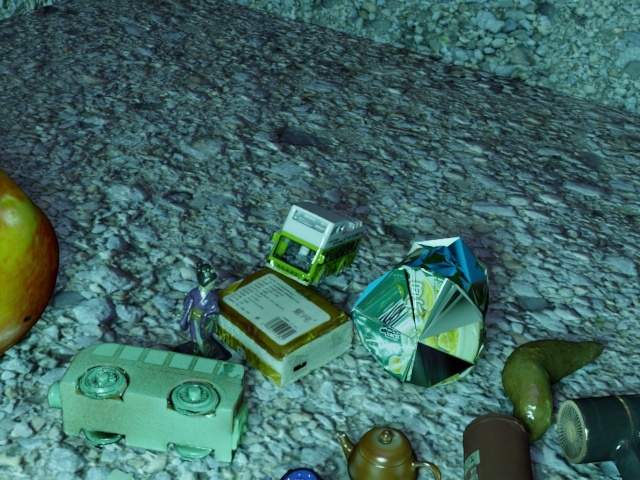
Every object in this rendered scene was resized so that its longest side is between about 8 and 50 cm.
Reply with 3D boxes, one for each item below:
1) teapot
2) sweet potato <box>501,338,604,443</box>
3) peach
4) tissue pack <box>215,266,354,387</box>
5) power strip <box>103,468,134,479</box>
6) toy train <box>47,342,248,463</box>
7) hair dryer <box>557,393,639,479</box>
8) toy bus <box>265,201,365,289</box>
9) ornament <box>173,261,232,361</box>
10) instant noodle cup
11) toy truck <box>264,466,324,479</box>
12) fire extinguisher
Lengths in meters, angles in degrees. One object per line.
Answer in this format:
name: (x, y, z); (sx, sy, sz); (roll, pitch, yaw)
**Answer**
teapot: (0.101, 0.334, 1.453); (0.173, 0.116, 0.116); (16, 35, 19)
sweet potato: (0.376, 0.235, 1.643); (0.124, 0.098, 0.310); (39, 41, 14)
peach: (-0.641, 0.049, 1.633); (0.388, 0.388, 0.388); (2, 32, -1)
tissue pack: (-0.076, 0.149, 1.751); (0.183, 0.092, 0.226); (-24, 40, -36)
power strip: (-0.319, 0.380, 1.437); (0.040, 0.016, 0.090); (18, 36, 22)
toy train: (-0.270, 0.255, 1.537); (0.326, 0.129, 0.159); (8, 29, 8)
hair dryer: (0.511, 0.380, 1.443); (0.189, 0.107, 0.352); (-3, 40, -12)
toy bus: (0.000, 0.000, 1.863); (0.113, 0.139, 0.301); (26, 12, 13)
ornament: (-0.203, 0.133, 1.674); (0.088, 0.203, 0.081); (-21, 47, -35)
instant noodle cup: (0.198, 0.120, 1.712); (0.240, 0.240, 0.178); (13, 26, 16)
toy truck: (-0.033, 0.428, 1.280); (0.177, 0.161, 0.213); (-30, 41, -12)
fire extinguisher: (0.238, 0.403, 1.372); (0.147, 0.106, 0.337); (-16, 28, 18)
